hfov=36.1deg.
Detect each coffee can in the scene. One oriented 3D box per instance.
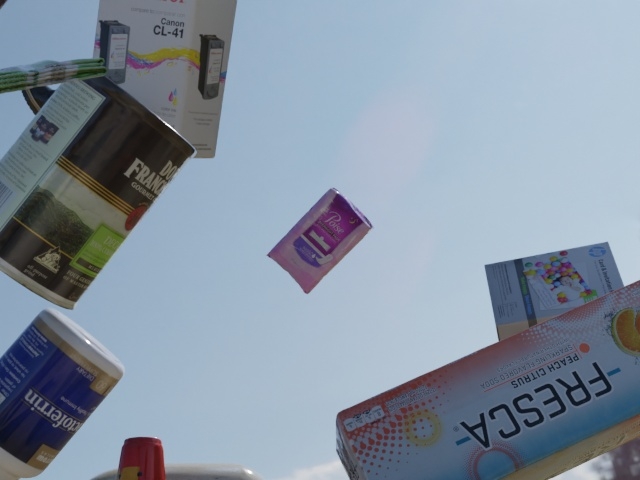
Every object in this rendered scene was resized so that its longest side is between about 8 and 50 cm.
[{"bbox_3d":[-0.330,-0.075,1.329,0.275,0.201,0.201,-53,-22,-3],"label":"coffee can"}]

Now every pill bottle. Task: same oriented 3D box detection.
[{"bbox_3d":[-0.417,0.240,1.396,0.264,0.153,0.153,-51,-18,-8],"label":"pill bottle"}]

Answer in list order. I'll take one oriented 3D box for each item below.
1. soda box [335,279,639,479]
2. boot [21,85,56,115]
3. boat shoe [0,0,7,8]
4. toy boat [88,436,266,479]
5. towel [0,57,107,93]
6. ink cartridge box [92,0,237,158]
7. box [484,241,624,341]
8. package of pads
[{"bbox_3d":[0.101,0.084,0.482,0.183,0.063,0.058,-22,-28,-10],"label":"soda box"},{"bbox_3d":[-0.424,-0.243,1.688,0.137,0.198,0.077,-33,-15,6],"label":"boot"},{"bbox_3d":[-0.231,-0.094,0.483,0.123,0.342,0.123,5,-58,0],"label":"boat shoe"},{"bbox_3d":[-0.190,0.337,1.178,0.268,0.148,0.318,-3,-22,3],"label":"toy boat"},{"bbox_3d":[-0.269,-0.137,0.809,0.113,0.023,0.152,9,21,40],"label":"towel"},{"bbox_3d":[-0.292,-0.315,1.774,0.226,0.306,0.131,13,11,27],"label":"ink cartridge box"},{"bbox_3d":[0.339,0.074,1.418,0.186,0.145,0.038,-10,-55,9],"label":"box"},{"bbox_3d":[0.000,0.000,0.833,0.083,0.050,0.032,-46,0,7],"label":"package of pads"}]
